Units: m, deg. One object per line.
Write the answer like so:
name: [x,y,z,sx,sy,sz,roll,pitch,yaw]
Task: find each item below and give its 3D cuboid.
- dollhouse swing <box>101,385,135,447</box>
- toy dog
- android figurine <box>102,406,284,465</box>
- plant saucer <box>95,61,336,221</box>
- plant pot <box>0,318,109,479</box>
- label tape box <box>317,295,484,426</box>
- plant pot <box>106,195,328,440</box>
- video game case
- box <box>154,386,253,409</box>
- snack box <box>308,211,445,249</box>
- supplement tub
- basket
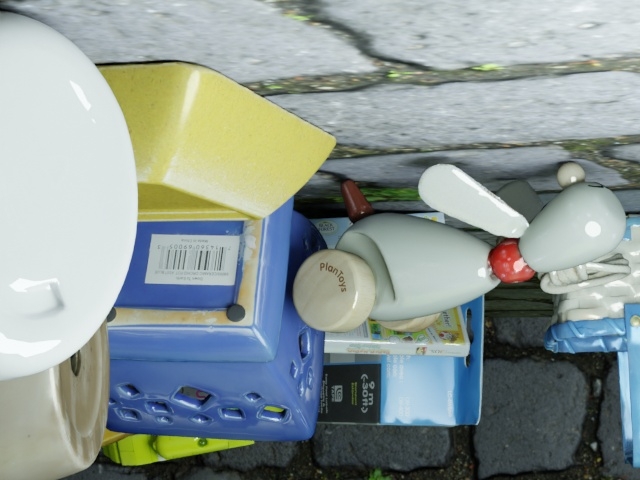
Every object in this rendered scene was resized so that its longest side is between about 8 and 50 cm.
dollhouse swing: [-0.359,0.173,2.213,0.347,0.315,0.305,-18,160,-45]
toy dog: [0.128,-0.016,1.627,0.333,0.161,0.220,-15,167,13]
android figurine: [-0.180,0.235,2.217,0.272,0.056,0.248,-8,-166,-2]
plant saucer: [-0.191,-0.067,1.352,0.332,0.081,0.333,0,174,19]
plant pot: [-0.329,0.100,1.356,0.280,0.323,0.323,-3,173,7]
label tape box: [0.099,0.141,2.392,0.115,0.249,0.347,4,173,-26]
plant pot: [-0.122,0.059,1.718,0.236,0.236,0.212,1,152,9]
video game case: [0.074,0.069,2.145,0.206,0.026,0.227,2,-146,-7]
box: [-0.132,0.095,1.984,0.126,0.262,0.231,1,173,-2]
snack box: [0.041,0.029,1.997,0.174,0.070,0.207,-3,165,-16]
supplement tub: [-0.304,-0.023,1.083,0.316,0.228,0.228,-2,173,31]
basket: [0.361,0.118,1.933,0.201,0.289,0.255,1,175,6]
